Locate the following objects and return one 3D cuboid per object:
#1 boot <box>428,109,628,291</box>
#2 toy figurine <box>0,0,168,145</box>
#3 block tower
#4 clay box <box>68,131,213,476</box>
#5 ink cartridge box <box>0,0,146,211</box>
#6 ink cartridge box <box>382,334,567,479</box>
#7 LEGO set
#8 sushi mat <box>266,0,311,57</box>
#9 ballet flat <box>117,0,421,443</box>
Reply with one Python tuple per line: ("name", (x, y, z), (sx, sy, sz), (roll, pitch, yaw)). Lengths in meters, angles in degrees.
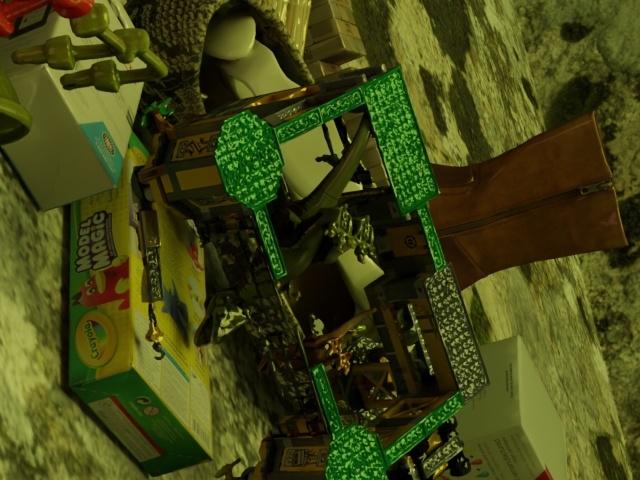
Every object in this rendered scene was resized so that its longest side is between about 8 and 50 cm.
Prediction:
("boot", (0.155, -0.076, 2.013), (0.096, 0.280, 0.264), (-41, 112, -73))
("toy figurine", (-0.239, -0.180, 0.993), (0.217, 0.191, 0.362), (69, 14, 11))
("block tower", (0.002, -0.158, 1.943), (0.091, 0.097, 0.335), (-6, 76, -74))
("clay box", (-0.126, 0.038, 1.350), (0.127, 0.053, 0.222), (57, 20, -47))
("ink cartridge box", (-0.177, -0.115, 1.338), (0.180, 0.060, 0.104), (-84, 151, -56))
("ink cartridge box", (0.128, 0.194, 1.811), (0.127, 0.176, 0.128), (-85, 151, -50))
("LEGO set", (-0.038, 0.034, 1.338), (0.255, 0.192, 0.331), (-42, 115, -43))
("sushi mat", (-0.056, -0.282, 1.646), (0.151, 0.019, 0.316), (8, 91, -36))
("ballet flat", (0.000, 0.000, 1.542), (0.182, 0.164, 0.483), (8, -48, 60))
